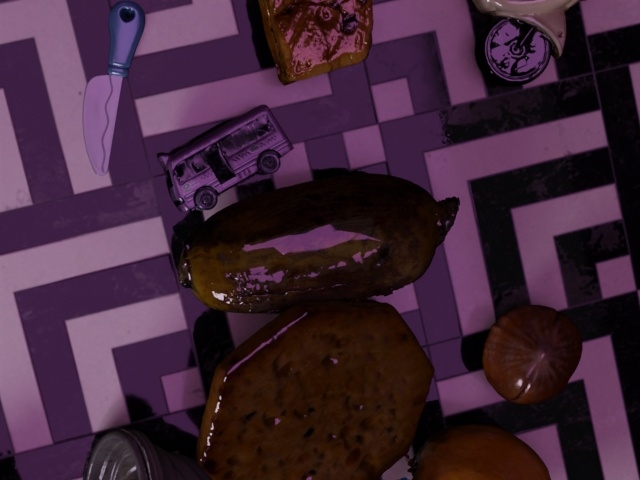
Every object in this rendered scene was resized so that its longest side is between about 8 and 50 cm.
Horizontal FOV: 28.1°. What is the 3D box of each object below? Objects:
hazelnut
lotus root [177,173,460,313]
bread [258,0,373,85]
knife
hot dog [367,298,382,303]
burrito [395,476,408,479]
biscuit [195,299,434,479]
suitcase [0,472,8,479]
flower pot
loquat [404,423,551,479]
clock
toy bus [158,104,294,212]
[{"bbox_3d":[0.309,0.167,1.836,0.150,0.150,0.150,-1,95,-9],"label":"hazelnut"},{"bbox_3d":[0.000,0.000,1.743,0.397,0.196,0.179,-9,107,-9],"label":"lotus root"},{"bbox_3d":[-0.003,-0.299,1.740,0.143,0.158,0.149,-15,98,-3],"label":"bread"},{"bbox_3d":[-0.293,-0.211,1.765,0.058,0.032,0.244,15,96,-13],"label":"knife"},{"bbox_3d":[0.041,0.141,1.829,0.147,0.065,0.099,-20,98,4],"label":"hot dog"},{"bbox_3d":[0.028,0.412,1.814,0.288,0.104,0.054,-37,94,20],"label":"burrito"},{"bbox_3d":[-0.005,0.230,1.735,0.359,0.046,0.359,-14,122,-24],"label":"biscuit"},{"bbox_3d":[-0.491,0.453,1.725,0.193,0.143,0.235,-10,97,-9],"label":"suitcase"},{"bbox_3d":[-0.226,0.372,1.744,0.140,0.235,0.236,9,94,-32],"label":"flower pot"},{"bbox_3d":[0.226,0.352,1.815,0.234,0.187,0.176,22,102,13],"label":"loquat"},{"bbox_3d":[0.281,-0.431,1.797,0.276,0.120,0.379,-29,98,-1],"label":"clock"},{"bbox_3d":[-0.133,-0.112,1.769,0.178,0.087,0.098,-31,97,-9],"label":"toy bus"}]
